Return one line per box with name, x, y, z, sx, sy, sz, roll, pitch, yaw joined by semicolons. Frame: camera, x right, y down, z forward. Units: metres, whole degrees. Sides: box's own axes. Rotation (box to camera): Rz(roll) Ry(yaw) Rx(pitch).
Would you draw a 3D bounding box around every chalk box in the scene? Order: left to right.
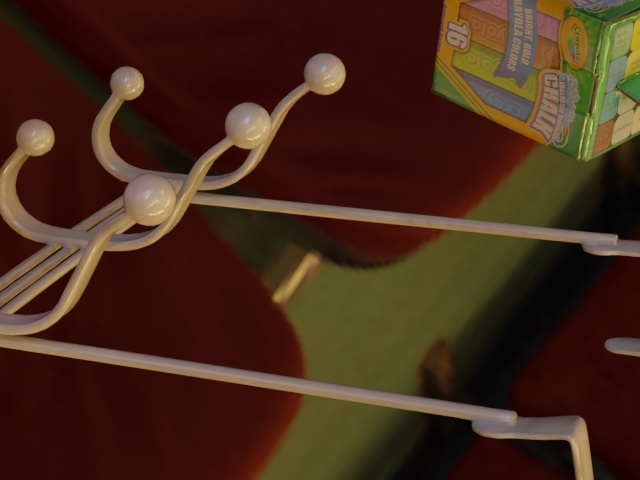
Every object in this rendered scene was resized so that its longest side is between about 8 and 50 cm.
chalk box;0.220;-0.161;1.543;0.132;0.213;0.132;-27;134;-43

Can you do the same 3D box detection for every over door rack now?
over door rack;0.000;0.000;0.840;0.239;0.324;0.108;-44;149;-63
